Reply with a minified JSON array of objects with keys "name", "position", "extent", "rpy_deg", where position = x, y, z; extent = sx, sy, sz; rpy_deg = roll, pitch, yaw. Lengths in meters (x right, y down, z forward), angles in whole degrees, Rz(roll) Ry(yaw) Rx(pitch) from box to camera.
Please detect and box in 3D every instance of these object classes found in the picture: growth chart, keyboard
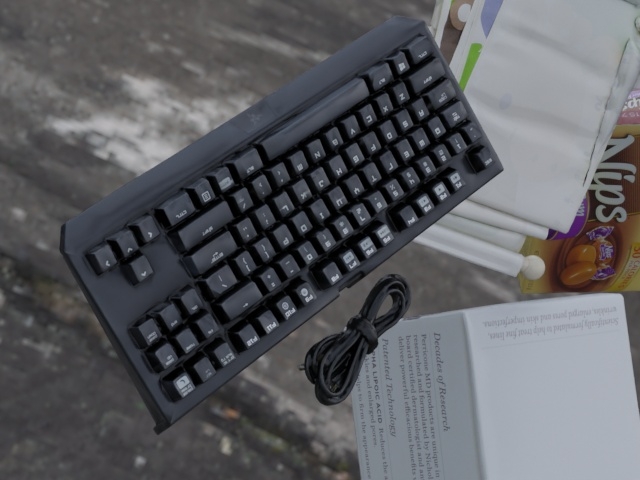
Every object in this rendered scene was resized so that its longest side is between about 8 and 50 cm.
[{"name":"growth chart","position":[0.122,-0.093,0.899],"extent":[0.172,0.237,0.021],"rpy_deg":[28,0,-20]},{"name":"keyboard","position":[0.000,0.000,0.518],"extent":[0.180,0.108,0.023],"rpy_deg":[-36,17,-32]}]

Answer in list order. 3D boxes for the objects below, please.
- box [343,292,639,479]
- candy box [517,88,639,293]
[{"name":"box","position":[0.127,0.136,1.005],"extent":[0.181,0.182,0.119],"rpy_deg":[-2,-6,-43]},{"name":"candy box","position":[0.228,-0.039,1.196],"extent":[0.109,0.187,0.053],"rpy_deg":[-1,44,-5]}]
